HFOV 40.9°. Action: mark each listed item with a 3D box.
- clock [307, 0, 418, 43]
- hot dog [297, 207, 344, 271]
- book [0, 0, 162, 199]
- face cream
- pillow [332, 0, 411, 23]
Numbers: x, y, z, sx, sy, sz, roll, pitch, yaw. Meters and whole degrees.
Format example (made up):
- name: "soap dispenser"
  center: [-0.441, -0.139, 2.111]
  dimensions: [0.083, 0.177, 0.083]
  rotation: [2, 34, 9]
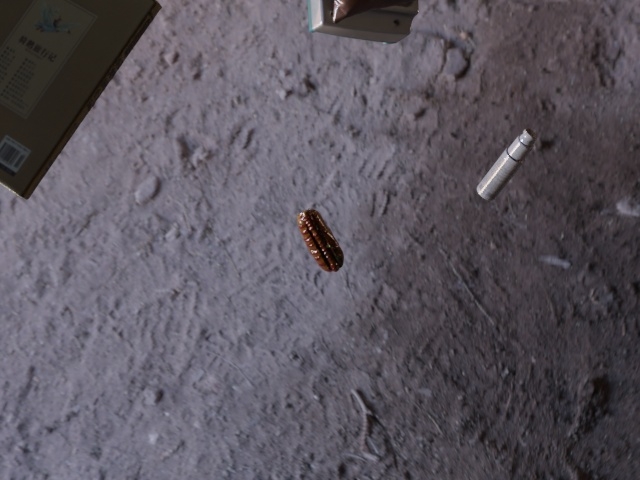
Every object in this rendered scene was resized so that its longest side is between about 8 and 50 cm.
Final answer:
- name: "clock"
  center: [0.088, -0.563, 1.804]
  dimensions: [0.116, 0.231, 0.263]
  rotation: [-9, 82, 57]
- name: "hot dog"
  center: [0.000, 0.001, 1.634]
  dimensions: [0.062, 0.144, 0.038]
  rotation: [-18, 26, 22]
- name: "book"
  center: [-0.380, -0.235, 1.133]
  dimensions: [0.216, 0.021, 0.310]
  rotation: [32, 84, 15]
- name: "face cream"
  center: [0.278, -0.114, 1.272]
  dimensions: [0.034, 0.130, 0.034]
  rotation: [15, 45, -16]
- name: "pillow"
  center: [0.110, -0.518, 1.510]
  dimensions: [0.223, 0.236, 0.084]
  rotation: [-17, 29, -17]
